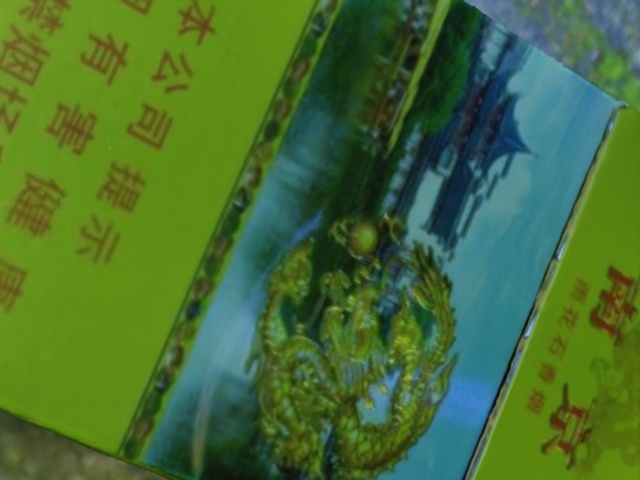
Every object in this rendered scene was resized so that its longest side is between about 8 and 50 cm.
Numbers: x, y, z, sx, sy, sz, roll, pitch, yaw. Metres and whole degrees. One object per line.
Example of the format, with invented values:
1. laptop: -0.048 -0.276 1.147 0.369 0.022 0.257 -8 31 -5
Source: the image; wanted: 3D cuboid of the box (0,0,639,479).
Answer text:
1. box: 0.000 0.000 0.611 0.335 0.047 0.187 28 80 -33
